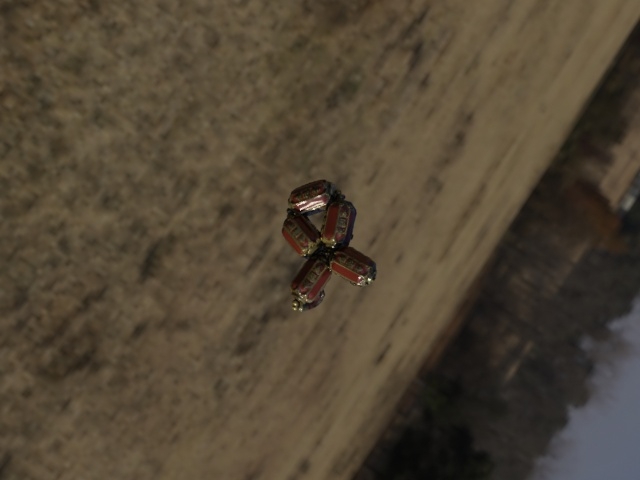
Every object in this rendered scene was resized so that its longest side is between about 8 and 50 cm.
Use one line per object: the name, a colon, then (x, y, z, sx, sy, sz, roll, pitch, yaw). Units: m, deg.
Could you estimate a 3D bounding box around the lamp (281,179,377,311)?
lamp: (0.000, 0.000, 0.969, 0.063, 0.083, 0.031, -21, 162, 11)
